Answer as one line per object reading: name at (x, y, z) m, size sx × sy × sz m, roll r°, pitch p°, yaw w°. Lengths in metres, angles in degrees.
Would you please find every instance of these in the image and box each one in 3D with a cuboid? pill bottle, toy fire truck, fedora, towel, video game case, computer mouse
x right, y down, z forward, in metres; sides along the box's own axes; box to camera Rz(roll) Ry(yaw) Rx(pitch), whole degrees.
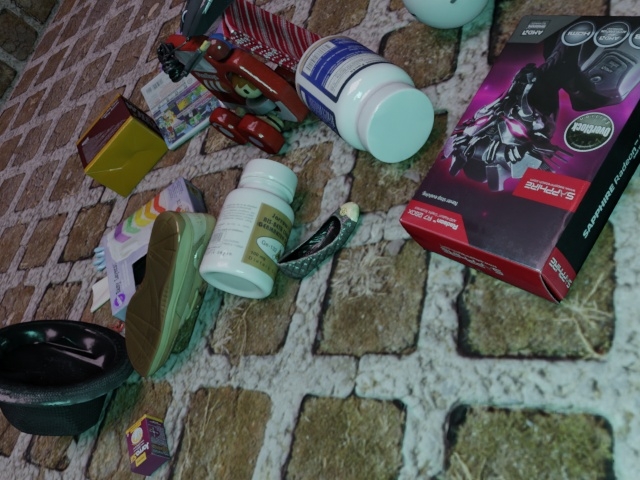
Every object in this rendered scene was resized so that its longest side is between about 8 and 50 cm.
pill bottle at (0.072, -0.247, 1.017) m, size 0.153 × 0.153 × 0.264 m, roll -46°, pitch 42°, yaw 8°
toy fire truck at (-0.170, -0.325, 1.210) m, size 0.302 × 0.254 × 0.169 m, roll 24°, pitch 81°, yaw 48°
pill bottle at (-0.119, -0.024, 1.049) m, size 0.131 × 0.131 × 0.229 m, roll -4°, pitch 60°, yaw 40°
fedora at (-0.532, 0.284, 1.164) m, size 0.334 × 0.334 × 0.152 m, roll 28°, pitch 118°, yaw 48°
towel at (-0.073, -0.404, 1.177) m, size 0.031 × 0.275 × 0.198 m, roll -51°, pitch 37°, yaw 33°
video game case at (-0.348, -0.360, 1.492) m, size 0.201 × 0.023 × 0.183 m, roll -29°, pitch 83°, yaw 23°
computer mouse at (-0.222, -0.414, 1.079) m, size 0.262 × 0.060 × 0.184 m, roll -42°, pitch 41°, yaw 15°

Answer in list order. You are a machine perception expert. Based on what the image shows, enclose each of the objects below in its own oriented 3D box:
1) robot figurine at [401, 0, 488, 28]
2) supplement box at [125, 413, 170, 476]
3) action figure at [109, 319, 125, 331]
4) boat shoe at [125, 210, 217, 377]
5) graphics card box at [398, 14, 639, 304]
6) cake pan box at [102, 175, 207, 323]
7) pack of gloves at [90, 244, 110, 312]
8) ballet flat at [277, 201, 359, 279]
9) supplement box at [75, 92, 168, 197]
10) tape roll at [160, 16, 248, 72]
robot figurine at (0.240, -0.511, 1.030) m, size 0.174 × 0.209 × 0.278 m, roll 21°, pitch 75°, yaw 11°
supplement box at (-0.301, 0.355, 1.017) m, size 0.055 × 0.043 × 0.083 m, roll -42°, pitch 43°, yaw 9°
action figure at (-0.423, 0.142, 1.286) m, size 0.038 × 0.030 × 0.115 m, roll 9°, pitch 67°, yaw 50°
boat shoe at (-0.271, 0.106, 1.090) m, size 0.122 × 0.110 × 0.341 m, roll 38°, pitch 116°, yaw 34°
graphics card box at (0.295, -0.127, 0.782) m, size 0.233 × 0.094 × 0.370 m, roll 26°, pitch 81°, yaw 48°
cake pan box at (-0.345, 0.021, 1.252) m, size 0.246 × 0.070 × 0.266 m, roll -36°, pitch 45°, yaw 10°
pack of gloves at (-0.481, 0.033, 1.398) m, size 0.232 × 0.046 × 0.195 m, roll -33°, pitch 44°, yaw 20°
ballet flat at (0.000, 0.000, 0.988) m, size 0.173 × 0.049 × 0.057 m, roll -46°, pitch 43°, yaw 7°
supplement box at (-0.537, -0.259, 1.586) m, size 0.191 × 0.129 × 0.194 m, roll -47°, pitch 42°, yaw 6°
tape roll at (-0.309, -0.525, 1.596) m, size 0.275 × 0.090 × 0.274 m, roll -22°, pitch 51°, yaw 30°
